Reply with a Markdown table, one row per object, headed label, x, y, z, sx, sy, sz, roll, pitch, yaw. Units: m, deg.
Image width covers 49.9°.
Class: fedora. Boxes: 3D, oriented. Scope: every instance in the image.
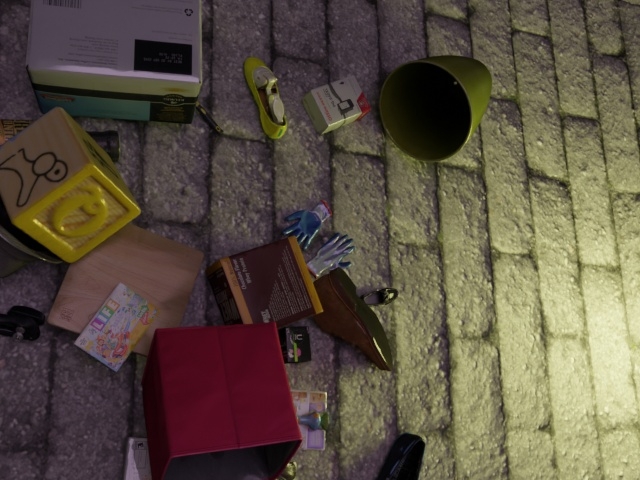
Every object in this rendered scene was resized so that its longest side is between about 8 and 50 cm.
| label | x | y | z | sx | sy | sz | roll | pitch | yaw |
| --- | --- | --- | --- | --- | --- | --- | --- | --- | --- |
| fedora | -0.654 | -0.021 | 1.371 | 0.124 | 0.244 | 0.275 | -40 | 104 | 2 |

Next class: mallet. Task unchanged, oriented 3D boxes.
| label | x | y | z | sx | sy | sz | roll | pitch | yaw |
| --- | --- | --- | --- | --- | --- | --- | --- | --- | --- |
| mallet | -0.313 | -0.331 | 1.686 | 0.062 | 0.039 | 0.190 | -37 | 98 | -27 |

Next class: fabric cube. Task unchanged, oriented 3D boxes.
| label | x | y | z | sx | sy | sz | roll | pitch | yaw |
| --- | --- | --- | --- | --- | --- | --- | --- | --- | --- |
| fabric cube | -0.210 | 0.342 | 1.389 | 0.259 | 0.254 | 0.258 | -1 | 53 | -22 |

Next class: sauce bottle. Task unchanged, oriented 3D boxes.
| label | x | y | z | sx | sy | sz | roll | pitch | yaw |
| --- | --- | --- | --- | --- | --- | --- | --- | --- | --- |
| sauce bottle | -0.611 | -0.205 | 1.475 | 0.344 | 0.111 | 0.112 | -4 | 79 | -27 |

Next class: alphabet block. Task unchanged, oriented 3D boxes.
| label | x | y | z | sx | sy | sz | roll | pitch | yaw |
| --- | --- | --- | --- | --- | --- | --- | --- | --- | --- |
| alphabet block | -0.513 | -0.109 | 1.379 | 0.192 | 0.193 | 0.197 | -37 | 57 | 0 |

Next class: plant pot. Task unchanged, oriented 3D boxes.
| label | x | y | z | sx | sy | sz | roll | pitch | yaw |
| --- | --- | --- | --- | --- | --- | --- | --- | --- | --- |
| plant pot | 0.353 | -0.397 | 1.901 | 0.293 | 0.274 | 0.275 | -37 | 94 | -44 |

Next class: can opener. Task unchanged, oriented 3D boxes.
| label | x | y | z | sx | sy | sz | roll | pitch | yaw |
| --- | --- | --- | --- | --- | --- | --- | --- | --- | --- |
| can opener | -0.661 | 0.164 | 1.393 | 0.186 | 0.073 | 0.059 | 12 | 111 | -18 |

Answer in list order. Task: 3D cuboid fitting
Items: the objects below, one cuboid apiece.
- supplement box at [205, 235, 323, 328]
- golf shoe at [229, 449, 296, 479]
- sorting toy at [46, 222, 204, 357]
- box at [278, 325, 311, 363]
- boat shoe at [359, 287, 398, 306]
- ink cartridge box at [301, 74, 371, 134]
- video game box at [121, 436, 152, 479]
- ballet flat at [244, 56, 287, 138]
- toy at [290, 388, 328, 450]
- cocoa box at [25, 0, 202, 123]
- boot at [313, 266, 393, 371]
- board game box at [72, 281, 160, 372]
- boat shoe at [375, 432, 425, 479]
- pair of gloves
| label | x | y | z | sx | sy | sz | roll | pitch | yaw |
| --- | --- | --- | --- | --- | --- | --- | --- | --- | --- |
| supplement box | -0.133 | 0.116 | 1.596 | 0.194 | 0.129 | 0.191 | -19 | 85 | -28 |
| golf shoe | -0.139 | 0.491 | 1.536 | 0.198 | 0.077 | 0.094 | 39 | 51 | -16 |
| sorting toy | -0.420 | 0.106 | 1.491 | 0.257 | 0.089 | 0.256 | 23 | 68 | -17 |
| box | -0.061 | 0.249 | 1.638 | 0.062 | 0.052 | 0.083 | 0 | 75 | -24 |
| boat shoe | 0.153 | 0.146 | 1.769 | 0.125 | 0.038 | 0.046 | -7 | 80 | -26 |
| ink cartridge box | 0.042 | -0.363 | 1.838 | 0.150 | 0.063 | 0.109 | -26 | 88 | -28 |
| video game box | -0.324 | 0.521 | 1.450 | 0.187 | 0.048 | 0.205 | 8 | 74 | -20 |
| ballet flat | -0.132 | -0.375 | 1.753 | 0.077 | 0.077 | 0.231 | -13 | 82 | -26 |
| toy | -0.090 | 0.408 | 1.581 | 0.237 | 0.056 | 0.137 | 10 | 72 | -22 |
| cocoa box | -0.443 | -0.411 | 1.515 | 0.346 | 0.228 | 0.232 | 2 | 76 | -15 |
| boot | 0.075 | 0.211 | 1.699 | 0.305 | 0.115 | 0.112 | 56 | 17 | -16 |
| board game box | -0.416 | 0.178 | 1.408 | 0.103 | 0.026 | 0.154 | 37 | 65 | -11 |
| boat shoe | 0.180 | 0.583 | 1.639 | 0.109 | 0.089 | 0.258 | 23 | 68 | -18 |
| pair of gloves | 0.000 | 0.000 | 1.748 | 0.159 | 0.023 | 0.198 | -39 | 94 | -27 |
